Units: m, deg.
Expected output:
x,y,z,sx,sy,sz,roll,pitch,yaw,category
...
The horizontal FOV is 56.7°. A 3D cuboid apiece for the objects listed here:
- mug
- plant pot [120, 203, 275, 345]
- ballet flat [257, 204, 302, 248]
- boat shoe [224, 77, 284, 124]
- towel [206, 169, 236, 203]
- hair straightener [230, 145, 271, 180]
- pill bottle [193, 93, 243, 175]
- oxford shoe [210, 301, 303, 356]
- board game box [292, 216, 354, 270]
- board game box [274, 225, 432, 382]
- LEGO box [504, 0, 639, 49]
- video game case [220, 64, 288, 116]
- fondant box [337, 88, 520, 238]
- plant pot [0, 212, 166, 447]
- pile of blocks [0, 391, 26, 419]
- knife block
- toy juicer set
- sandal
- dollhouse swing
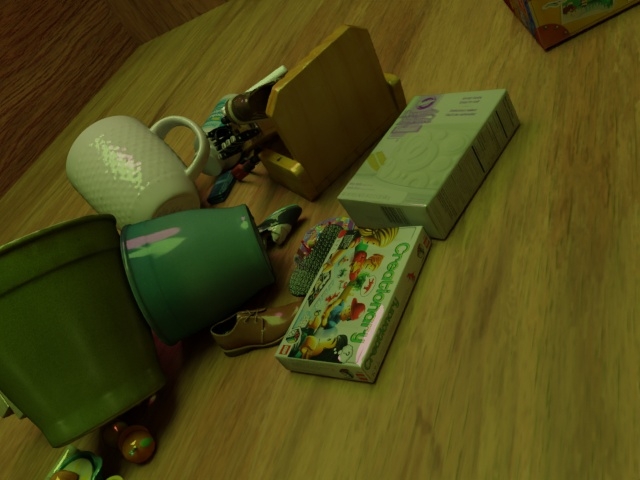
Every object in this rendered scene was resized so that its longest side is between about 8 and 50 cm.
x,y,z,sx,sy,sz,roll,pitch,yaw,category
-0.470,-0.187,1.666,0.328,0.276,0.374,40,87,26,mug
-0.241,0.051,1.254,0.255,0.271,0.271,-20,35,-2,plant pot
-0.126,-0.011,1.381,0.203,0.074,0.074,-26,35,6,ballet flat
-0.104,-0.339,1.422,0.095,0.095,0.257,-12,18,48,boat shoe
-0.286,-0.157,1.724,0.067,0.029,0.119,-12,41,33,towel
-0.187,-0.228,1.626,0.089,0.047,0.230,-49,7,-19,hair straightener
-0.293,-0.317,1.814,0.146,0.146,0.264,-10,42,34,pill bottle
-0.120,0.162,1.157,0.212,0.076,0.076,-24,34,16,oxford shoe
0.000,0.000,1.276,0.133,0.033,0.168,-12,42,33,board game box
0.064,0.104,1.077,0.193,0.053,0.305,-3,47,40,board game box
0.672,-0.705,1.359,0.500,0.193,0.372,-25,36,18,LEGO box
-0.146,-0.368,1.673,0.204,0.285,0.025,-34,77,5,video game case
0.220,-0.164,1.216,0.238,0.096,0.330,10,55,48,fondant box
-0.488,0.189,1.157,0.367,0.352,0.366,-29,0,0,plant pot
-0.549,0.289,1.352,0.362,0.149,0.113,-41,71,-15,pile of blocks
-0.153,-0.300,1.494,0.276,0.088,0.242,-32,7,-4,knife block
-0.457,0.433,1.127,0.329,0.089,0.209,-19,38,26,toy juicer set
-0.001,0.046,1.209,0.067,0.040,0.179,24,64,19,sandal
-0.017,-0.333,1.445,0.347,0.305,0.315,-45,35,-9,dollhouse swing
